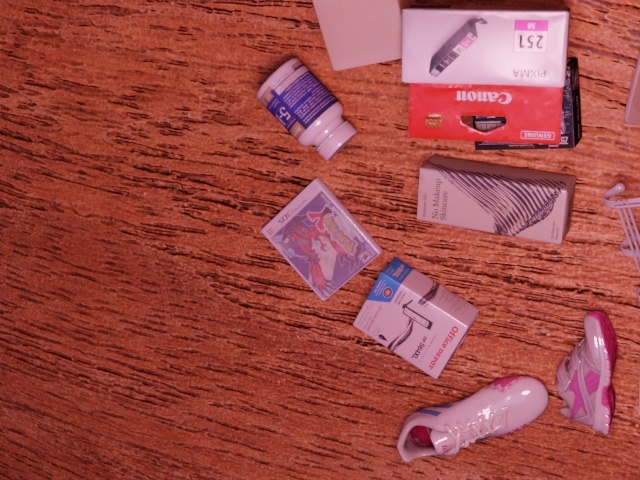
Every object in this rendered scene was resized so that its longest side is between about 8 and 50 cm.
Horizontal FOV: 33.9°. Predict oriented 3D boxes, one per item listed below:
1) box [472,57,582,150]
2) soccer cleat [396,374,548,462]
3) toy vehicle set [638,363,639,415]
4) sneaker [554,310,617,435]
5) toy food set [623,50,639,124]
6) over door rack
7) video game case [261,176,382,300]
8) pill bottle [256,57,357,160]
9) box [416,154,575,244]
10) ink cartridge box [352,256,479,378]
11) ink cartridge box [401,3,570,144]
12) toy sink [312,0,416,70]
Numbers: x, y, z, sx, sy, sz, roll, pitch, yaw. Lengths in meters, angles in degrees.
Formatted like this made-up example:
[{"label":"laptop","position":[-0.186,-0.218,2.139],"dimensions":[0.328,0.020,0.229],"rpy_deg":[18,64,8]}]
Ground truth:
[{"label":"box","position":[0.363,-0.240,1.851],"dimensions":[0.180,0.077,0.147],"rpy_deg":[0,111,24]},{"label":"soccer cleat","position":[0.300,0.371,2.095],"dimensions":[0.331,0.143,0.116],"rpy_deg":[-25,99,31]},{"label":"toy vehicle set","position":[0.721,0.260,1.916],"dimensions":[0.266,0.035,0.166],"rpy_deg":[5,113,23]},{"label":"sneaker","position":[0.497,0.250,1.978],"dimensions":[0.111,0.103,0.252],"rpy_deg":[5,112,21]},{"label":"toy food set","position":[0.625,-0.241,1.655],"dimensions":[0.306,0.092,0.220],"rpy_deg":[36,127,47]},{"label":"over door rack","position":[0.660,0.004,1.752],"dimensions":[0.324,0.108,0.240],"rpy_deg":[3,130,45]},{"label":"video game case","position":[0.000,0.000,2.152],"dimensions":[0.201,0.023,0.183],"rpy_deg":[48,122,0]},{"label":"pill bottle","position":[-0.022,-0.247,2.008],"dimensions":[0.187,0.112,0.112],"rpy_deg":[46,122,2]},{"label":"box","position":[0.321,-0.077,1.928],"dimensions":[0.275,0.094,0.113],"rpy_deg":[9,114,21]},{"label":"ink cartridge box","position":[0.191,0.155,2.090],"dimensions":[0.203,0.086,0.148],"rpy_deg":[32,120,11]},{"label":"ink cartridge box","position":[0.275,-0.275,1.773],"dimensions":[0.275,0.060,0.239],"rpy_deg":[4,112,14]},{"label":"toy sink","position":[0.076,-0.441,1.852],"dimensions":[0.152,0.131,0.234],"rpy_deg":[-8,119,22]}]
